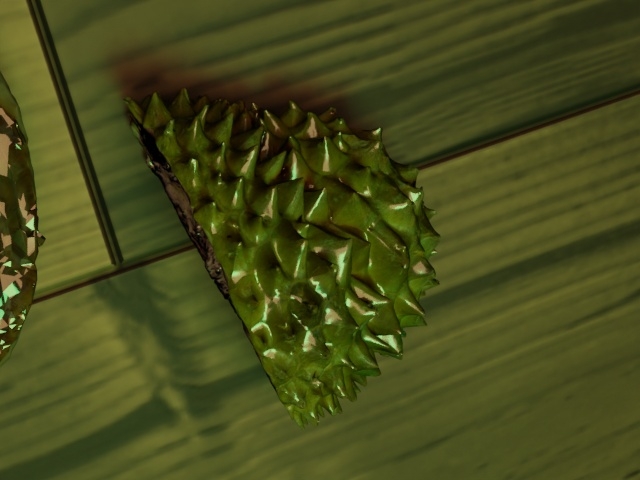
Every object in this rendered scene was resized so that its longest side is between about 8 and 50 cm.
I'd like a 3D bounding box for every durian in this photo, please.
[{"bbox_3d":[0.003,-0.002,0.527,0.108,0.119,0.187,-29,111,-6],"label":"durian"}]

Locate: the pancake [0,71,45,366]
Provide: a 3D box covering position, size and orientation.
[{"bbox_3d":[-0.290,-0.022,0.448,0.356,0.065,0.356,-5,105,-20],"label":"pancake"}]
